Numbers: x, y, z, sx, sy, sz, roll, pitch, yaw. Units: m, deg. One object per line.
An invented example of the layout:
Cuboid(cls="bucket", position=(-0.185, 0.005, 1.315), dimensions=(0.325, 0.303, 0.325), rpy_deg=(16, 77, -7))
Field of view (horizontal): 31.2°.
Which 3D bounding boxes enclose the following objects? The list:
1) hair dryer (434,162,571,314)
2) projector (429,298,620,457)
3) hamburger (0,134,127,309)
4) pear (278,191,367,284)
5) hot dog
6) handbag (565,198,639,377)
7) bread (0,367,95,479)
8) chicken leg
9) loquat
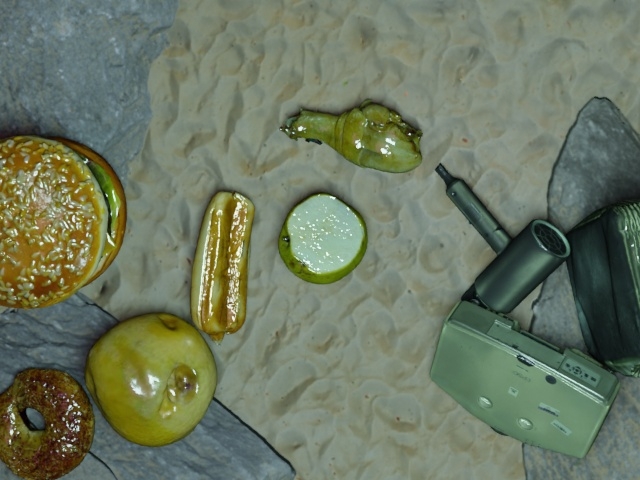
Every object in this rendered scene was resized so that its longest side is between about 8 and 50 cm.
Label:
Cuboid(cls="hair dryer", position=(0.242, -0.008, 1.780), dimensions=(0.248, 0.078, 0.195), rpy_deg=(54, 126, 19))
Cuboid(cls="projector", position=(0.305, 0.214, 1.740), dimensions=(0.269, 0.088, 0.194), rpy_deg=(27, 139, 17))
Cuboid(cls="hamburger", position=(-0.445, -0.035, 1.776), dimensions=(0.290, 0.225, 0.291), rpy_deg=(1, 96, 9))
Cuboid(cls="pear", position=(0.000, 0.000, 1.789), dimensions=(0.141, 0.104, 0.141), rpy_deg=(2, 80, -13))
Cuboid(cls="hot dog", position=(-0.161, 0.044, 1.821), dimensions=(0.076, 0.102, 0.249), rpy_deg=(9, 95, 47))
Cuboid(cls="handbag", position=(0.504, 0.062, 1.632), dimensions=(0.240, 0.341, 0.247), rpy_deg=(-8, 81, -4))
Cuboid(cls="bread", position=(-0.459, 0.305, 1.889), dimensions=(0.193, 0.064, 0.193), rpy_deg=(1, 93, 10))
Cuboid(cls="chicken leg", position=(0.053, -0.170, 1.781), dimensions=(0.227, 0.088, 0.103), rpy_deg=(19, 107, 11))
Cuboid(cls="loquat", position=(-0.261, 0.216, 1.798), dimensions=(0.213, 0.213, 0.213), rpy_deg=(1, 95, 7))
